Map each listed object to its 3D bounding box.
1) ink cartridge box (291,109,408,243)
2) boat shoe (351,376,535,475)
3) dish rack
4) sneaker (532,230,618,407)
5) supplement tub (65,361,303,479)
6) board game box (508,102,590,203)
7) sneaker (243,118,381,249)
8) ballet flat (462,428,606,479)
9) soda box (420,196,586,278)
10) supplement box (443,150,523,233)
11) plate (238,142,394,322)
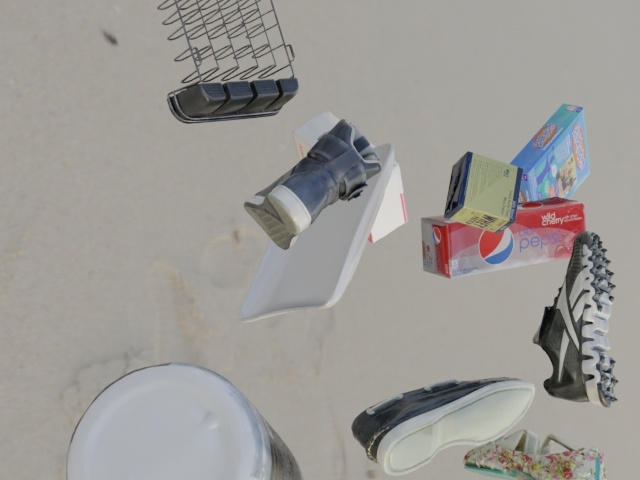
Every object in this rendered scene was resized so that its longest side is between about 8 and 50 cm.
[{"bbox_3d":[0.054,-0.120,1.985,0.092,0.218,0.158,-33,139,-17],"label":"ink cartridge box"},{"bbox_3d":[0.183,0.246,1.551,0.303,0.091,0.114,-8,121,-37],"label":"boat shoe"},{"bbox_3d":[-0.142,-0.307,1.497,0.208,0.074,0.271,-12,84,-47],"label":"dish rack"},{"bbox_3d":[0.325,0.101,1.391,0.078,0.106,0.234,24,63,-53],"label":"sneaker"},{"bbox_3d":[-0.131,0.277,1.193,0.338,0.207,0.207,67,23,-64],"label":"supplement tub"},{"bbox_3d":[0.426,-0.130,1.985,0.210,0.047,0.160,-45,136,-30],"label":"board game box"},{"bbox_3d":[-0.008,-0.072,1.383,0.163,0.226,0.086,-44,98,-15],"label":"sneaker"},{"bbox_3d":[0.284,0.289,1.396,0.091,0.241,0.077,25,77,-31],"label":"ballet flat"},{"bbox_3d":[0.292,-0.006,1.691,0.263,0.083,0.092,-9,101,-23],"label":"soda box"},{"bbox_3d":[0.222,-0.064,1.454,0.083,0.056,0.083,16,70,-10],"label":"supplement box"},{"bbox_3d":[0.000,0.000,1.631,0.045,0.278,0.277,32,66,-24],"label":"plate"}]
